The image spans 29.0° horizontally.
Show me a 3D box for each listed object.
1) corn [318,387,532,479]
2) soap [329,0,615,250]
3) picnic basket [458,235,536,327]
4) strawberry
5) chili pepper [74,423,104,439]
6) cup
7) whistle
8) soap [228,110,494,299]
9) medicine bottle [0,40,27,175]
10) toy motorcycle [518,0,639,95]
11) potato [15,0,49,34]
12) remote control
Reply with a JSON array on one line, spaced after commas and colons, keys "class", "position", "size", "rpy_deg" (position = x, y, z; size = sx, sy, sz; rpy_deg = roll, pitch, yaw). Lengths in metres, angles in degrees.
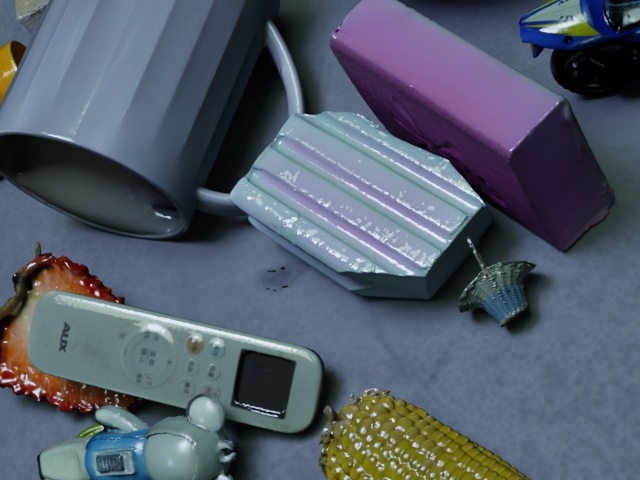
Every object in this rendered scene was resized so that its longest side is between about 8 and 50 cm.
[{"class": "corn", "position": [0.128, 0.226, 1.017], "size": [0.305, 0.106, 0.106], "rpy_deg": [28, 77, 33]}, {"class": "soap", "position": [0.140, -0.113, 1.164], "size": [0.081, 0.181, 0.259], "rpy_deg": [-47, 52, -4]}, {"class": "picnic basket", "position": [0.159, 0.037, 1.140], "size": [0.083, 0.065, 0.083], "rpy_deg": [-35, 72, 11]}, {"class": "strawberry", "position": [-0.259, 0.116, 1.314], "size": [0.208, 0.087, 0.167], "rpy_deg": [40, 99, 14]}, {"class": "chili pepper", "position": [-0.224, 0.202, 1.271], "size": [0.083, 0.017, 0.030], "rpy_deg": [-15, 57, 19]}, {"class": "cup", "position": [-0.158, -0.182, 1.355], "size": [0.323, 0.237, 0.326], "rpy_deg": [19, 69, 4]}, {"class": "whistle", "position": [-0.178, 0.213, 1.207], "size": [0.236, 0.077, 0.114], "rpy_deg": [-10, 89, 30]}, {"class": "soap", "position": [0.045, -0.029, 1.203], "size": [0.230, 0.091, 0.145], "rpy_deg": [33, 80, 28]}, {"class": "medicine bottle", "position": [-0.445, -0.148, 1.544], "size": [0.222, 0.112, 0.149], "rpy_deg": [-30, 51, 9]}, {"class": "toy motorcycle", "position": [0.343, -0.206, 1.116], "size": [0.315, 0.169, 0.113], "rpy_deg": [-11, 58, 21]}, {"class": "potato", "position": [-0.342, -0.320, 1.628], "size": [0.122, 0.061, 0.086], "rpy_deg": [-23, 55, 16]}, {"class": "remote control", "position": [-0.144, 0.117, 1.213], "size": [0.310, 0.038, 0.090], "rpy_deg": [12, 91, 17]}]
